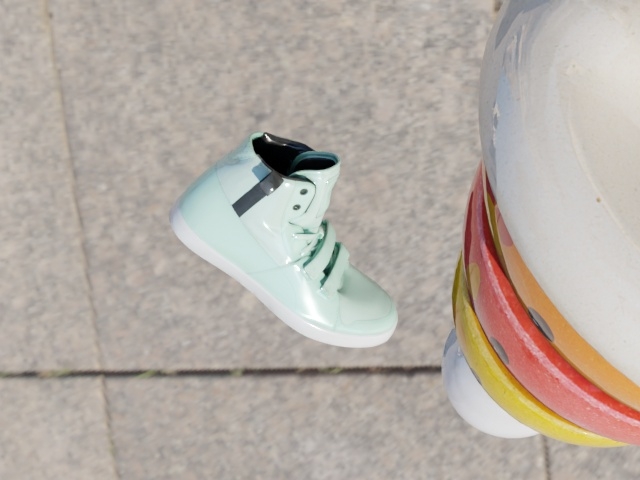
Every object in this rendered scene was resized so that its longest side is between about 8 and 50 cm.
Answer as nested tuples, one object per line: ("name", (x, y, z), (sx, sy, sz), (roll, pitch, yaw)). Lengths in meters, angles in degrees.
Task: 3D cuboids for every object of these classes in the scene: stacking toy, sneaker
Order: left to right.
("sneaker", (0.000, 0.000, 1.275), (0.256, 0.094, 0.151), (32, 128, -19))
("stacking toy", (0.205, 0.040, 0.937), (0.350, 0.350, 0.480), (49, 151, 11))
